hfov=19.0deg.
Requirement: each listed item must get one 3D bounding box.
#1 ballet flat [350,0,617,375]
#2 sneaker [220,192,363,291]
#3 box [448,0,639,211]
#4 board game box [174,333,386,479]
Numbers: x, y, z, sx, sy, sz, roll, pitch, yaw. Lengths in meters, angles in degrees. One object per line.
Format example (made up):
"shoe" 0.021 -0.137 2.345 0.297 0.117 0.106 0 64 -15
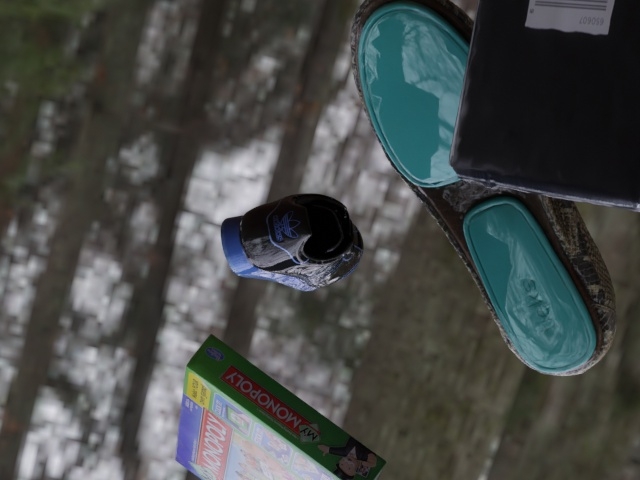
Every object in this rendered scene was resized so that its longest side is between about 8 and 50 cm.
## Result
"ballet flat" 0.178 -0.081 2.021 0.164 0.483 0.182 -20 -157 25
"sneaker" 0.000 0.000 1.793 0.090 0.081 0.232 -15 174 26
"box" 0.424 -0.249 1.797 0.472 0.480 0.297 6 -175 -33
"board game box" -0.049 0.226 1.971 0.213 0.317 0.046 34 -112 9
